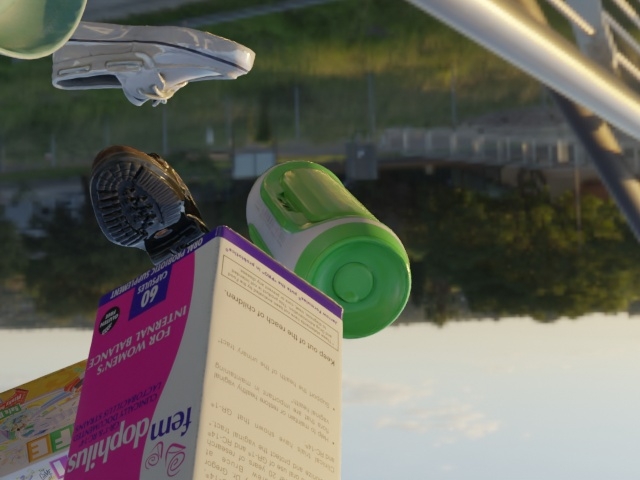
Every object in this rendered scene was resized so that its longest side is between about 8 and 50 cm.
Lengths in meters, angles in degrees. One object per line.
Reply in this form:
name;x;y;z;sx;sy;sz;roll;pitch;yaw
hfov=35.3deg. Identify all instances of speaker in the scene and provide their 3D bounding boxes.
speaker;0.000;0.000;1.090;0.131;0.131;0.296;0;-162;-15

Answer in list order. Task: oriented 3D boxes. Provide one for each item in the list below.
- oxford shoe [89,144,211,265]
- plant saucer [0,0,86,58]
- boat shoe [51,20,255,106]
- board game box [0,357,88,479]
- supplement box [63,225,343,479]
oxford shoe;-0.174;-0.045;0.968;0.083;0.096;0.227;-27;160;-1
plant saucer;-0.218;-0.260;0.578;0.044;0.317;0.317;-7;175;11
boat shoe;-0.203;-0.201;1.175;0.268;0.088;0.096;10;177;19
board game box;-0.187;0.135;0.773;0.154;0.026;0.103;-22;-148;-10
supplement box;-0.063;0.121;0.551;0.111;0.220;0.114;-29;132;30
